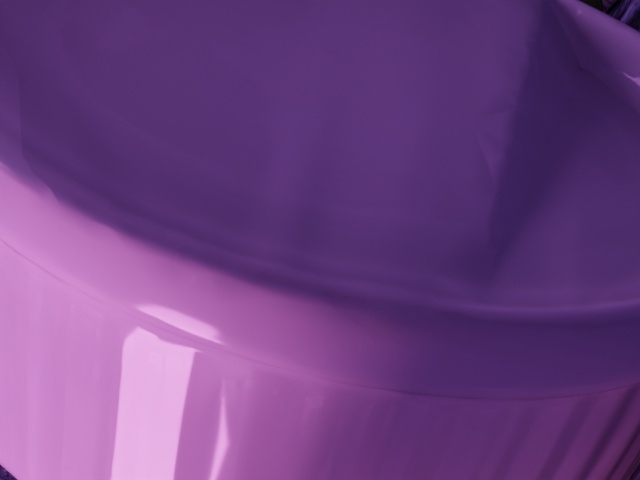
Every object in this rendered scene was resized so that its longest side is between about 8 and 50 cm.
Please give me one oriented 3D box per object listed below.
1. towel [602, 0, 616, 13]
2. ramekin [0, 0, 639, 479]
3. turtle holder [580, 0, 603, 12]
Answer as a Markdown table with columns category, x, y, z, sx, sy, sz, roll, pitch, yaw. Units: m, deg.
| category | x | y | z | sx | sy | sz | roll | pitch | yaw |
| --- | --- | --- | --- | --- | --- | --- | --- | --- | --- |
| towel | 0.174 | -0.204 | 1.297 | 0.197 | 0.144 | 0.029 | 117 | 161 | -77 |
| ramekin | 0.000 | 0.000 | 0.488 | 0.273 | 0.273 | 0.127 | -62 | -13 | -60 |
| turtle holder | 0.075 | -0.122 | 1.151 | 0.320 | 0.243 | 0.227 | 149 | 133 | -73 |
